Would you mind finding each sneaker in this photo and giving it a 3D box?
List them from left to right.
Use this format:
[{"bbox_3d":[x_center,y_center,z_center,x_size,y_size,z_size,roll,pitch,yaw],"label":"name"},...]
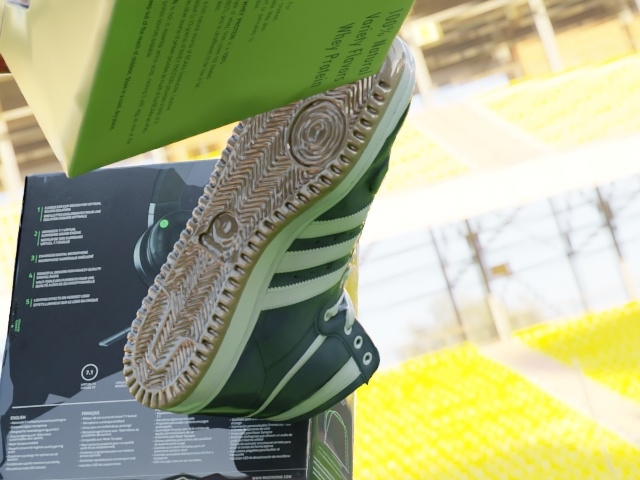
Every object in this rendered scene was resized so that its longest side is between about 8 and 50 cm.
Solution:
[{"bbox_3d":[0.000,0.000,1.146,0.153,0.099,0.282,22,-75,-47],"label":"sneaker"}]

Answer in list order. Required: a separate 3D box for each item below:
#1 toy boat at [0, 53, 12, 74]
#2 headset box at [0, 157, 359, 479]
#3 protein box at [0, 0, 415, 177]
[{"bbox_3d":[-0.228,-0.172,1.096,0.231,0.151,0.151,-1,14,11],"label":"toy boat"},{"bbox_3d":[-0.104,0.073,1.335,0.246,0.283,0.131,-5,-26,14],"label":"headset box"},{"bbox_3d":[-0.056,-0.164,0.906,0.201,0.136,0.200,-21,-21,-26],"label":"protein box"}]
